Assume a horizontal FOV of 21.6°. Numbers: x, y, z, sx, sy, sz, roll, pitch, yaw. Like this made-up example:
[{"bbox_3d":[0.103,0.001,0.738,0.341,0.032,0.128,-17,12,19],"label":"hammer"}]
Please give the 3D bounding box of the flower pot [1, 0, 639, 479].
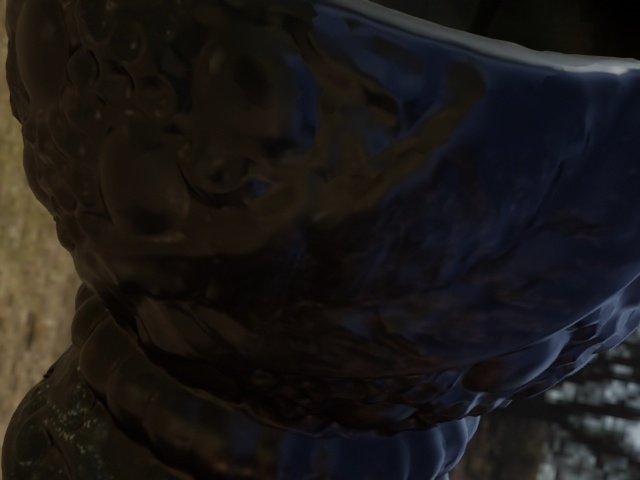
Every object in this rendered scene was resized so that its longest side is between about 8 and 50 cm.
[{"bbox_3d":[0.000,0.000,0.632,0.266,0.266,0.267,-66,174,-63],"label":"flower pot"}]
